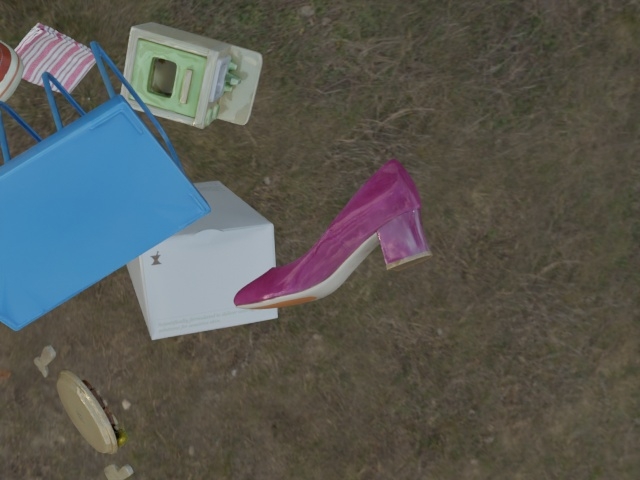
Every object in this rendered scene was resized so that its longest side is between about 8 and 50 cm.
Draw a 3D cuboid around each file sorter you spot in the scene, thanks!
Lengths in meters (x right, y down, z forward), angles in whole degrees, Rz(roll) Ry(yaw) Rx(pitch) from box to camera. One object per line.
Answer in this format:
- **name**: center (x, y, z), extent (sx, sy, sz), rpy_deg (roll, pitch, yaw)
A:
- **file sorter**: center (-0.192, -0.041, 0.502), extent (0.170, 0.104, 0.118), rpy_deg (-32, 140, 0)

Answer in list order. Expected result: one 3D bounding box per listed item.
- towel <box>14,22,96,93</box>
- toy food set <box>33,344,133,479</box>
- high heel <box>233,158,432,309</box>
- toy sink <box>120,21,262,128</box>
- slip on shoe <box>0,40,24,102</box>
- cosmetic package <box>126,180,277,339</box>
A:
- **towel**: center (-0.633, -0.421, 1.662), extent (0.144, 0.029, 0.197), rpy_deg (-44, 155, 15)
- **toy food set**: center (-0.286, 0.211, 0.880), extent (0.038, 0.132, 0.192), rpy_deg (-32, 87, -35)
- **high heel**: center (0.000, 0.000, 0.796), extent (0.244, 0.082, 0.117), rpy_deg (-21, 77, 22)
- **toy sink**: center (-0.247, -0.311, 1.350), extent (0.234, 0.131, 0.152), rpy_deg (17, 112, -1)
- **slip on shoe**: center (-0.572, -0.272, 0.997), extent (0.331, 0.101, 0.123), rpy_deg (22, 84, 14)
- **cosmetic package**: center (-0.212, 0.012, 1.139), extent (0.197, 0.365, 0.155), rpy_deg (-7, 108, -17)
